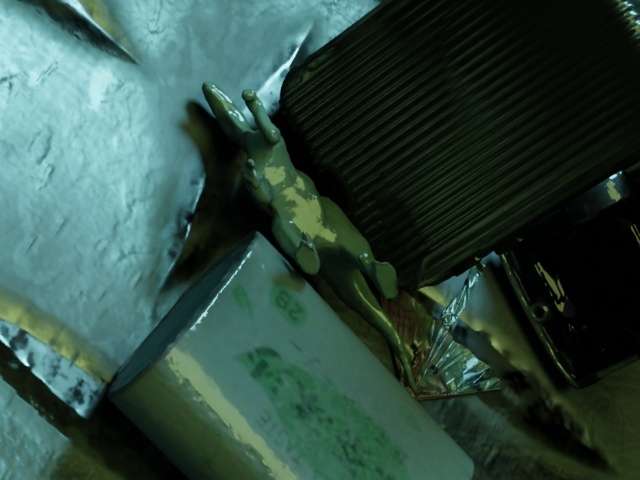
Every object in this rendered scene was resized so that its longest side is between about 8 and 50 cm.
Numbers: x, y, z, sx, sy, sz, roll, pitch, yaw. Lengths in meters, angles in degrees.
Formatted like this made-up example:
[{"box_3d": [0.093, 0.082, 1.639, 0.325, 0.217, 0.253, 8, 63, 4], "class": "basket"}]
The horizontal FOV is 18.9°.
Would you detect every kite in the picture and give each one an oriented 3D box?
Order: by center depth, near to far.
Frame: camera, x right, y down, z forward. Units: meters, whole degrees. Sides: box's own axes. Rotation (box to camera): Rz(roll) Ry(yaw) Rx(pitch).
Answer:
[{"box_3d": [0.091, 0.066, 1.438, 0.139, 0.011, 0.157, 47, 47, -13], "class": "kite"}]

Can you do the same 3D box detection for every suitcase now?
[{"box_3d": [0.133, -0.113, 1.353, 0.202, 0.312, 0.128, 60, 29, 6], "class": "suitcase"}]

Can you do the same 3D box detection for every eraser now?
[{"box_3d": [-0.014, 0.127, 1.268, 0.227, 0.081, 0.174, 48, 41, -11], "class": "eraser"}]

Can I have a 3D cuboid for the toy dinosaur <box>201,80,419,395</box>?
[{"box_3d": [0.000, 0.000, 1.343, 0.053, 0.167, 0.242, -37, 111, -2], "class": "toy dinosaur"}]

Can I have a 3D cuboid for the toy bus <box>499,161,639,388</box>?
[{"box_3d": [0.306, -0.020, 1.461, 0.179, 0.305, 0.143, -23, 83, -57], "class": "toy bus"}]
